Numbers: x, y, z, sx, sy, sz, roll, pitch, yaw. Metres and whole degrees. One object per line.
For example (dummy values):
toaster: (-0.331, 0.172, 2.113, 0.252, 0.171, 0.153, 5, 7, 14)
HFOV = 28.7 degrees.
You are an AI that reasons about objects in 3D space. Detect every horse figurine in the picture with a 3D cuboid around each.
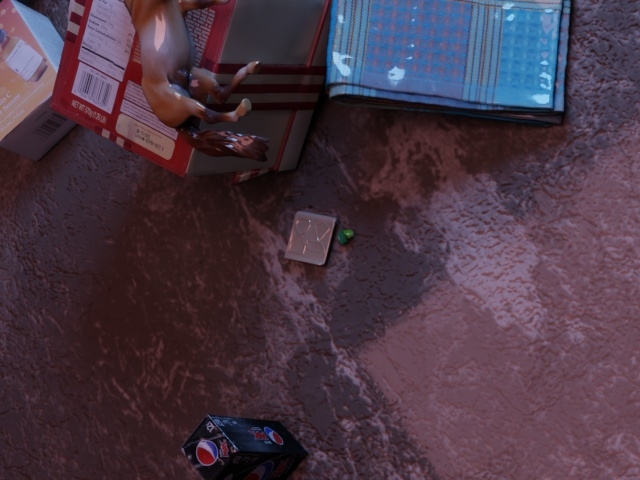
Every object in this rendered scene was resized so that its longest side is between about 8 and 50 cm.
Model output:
horse figurine: (-0.138, -0.195, 1.283, 0.174, 0.066, 0.263, -10, 98, 45)

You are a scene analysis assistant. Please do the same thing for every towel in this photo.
towel: (0.154, -0.323, 1.428, 0.272, 0.040, 0.370, 6, 81, 2)

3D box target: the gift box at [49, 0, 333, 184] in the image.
gift box: (-0.147, -0.208, 1.484, 0.255, 0.258, 0.276, 33, 114, 25)

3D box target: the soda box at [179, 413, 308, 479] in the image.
soda box: (-0.083, 0.237, 1.402, 0.053, 0.169, 0.060, -50, 64, 10)

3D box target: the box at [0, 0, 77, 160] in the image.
box: (-0.403, -0.218, 1.690, 0.130, 0.091, 0.170, -41, 66, 12)

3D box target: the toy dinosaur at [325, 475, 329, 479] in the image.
toy dinosaur: (-0.043, 0.303, 1.455, 0.082, 0.047, 0.090, 23, 56, 36)

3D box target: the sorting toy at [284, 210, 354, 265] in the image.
sorting toy: (0.000, 0.000, 1.499, 0.083, 0.012, 0.062, 11, 80, 30)

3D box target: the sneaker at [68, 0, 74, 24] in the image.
sneaker: (-0.223, -0.357, 1.632, 0.161, 0.102, 0.282, 25, 113, -2)
